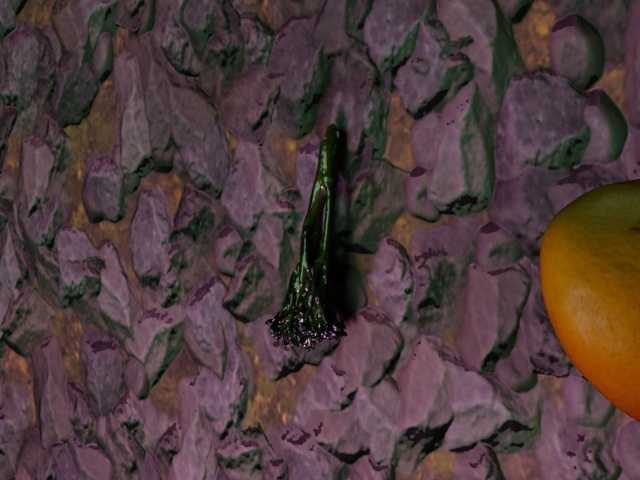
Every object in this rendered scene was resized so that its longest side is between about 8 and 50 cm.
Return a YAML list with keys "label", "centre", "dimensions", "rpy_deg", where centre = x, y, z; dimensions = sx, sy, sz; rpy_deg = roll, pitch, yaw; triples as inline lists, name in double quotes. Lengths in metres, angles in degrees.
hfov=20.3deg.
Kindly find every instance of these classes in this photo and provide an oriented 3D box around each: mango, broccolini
- label: "mango"
  centre: [0.247, 0.042, 1.208]
  dimensions: [0.257, 0.138, 0.187]
  rpy_deg: [11, 90, 44]
- label: "broccolini"
  centre: [0.006, 0.000, 1.584]
  dimensions: [0.074, 0.058, 0.201]
  rpy_deg: [14, 88, 35]
